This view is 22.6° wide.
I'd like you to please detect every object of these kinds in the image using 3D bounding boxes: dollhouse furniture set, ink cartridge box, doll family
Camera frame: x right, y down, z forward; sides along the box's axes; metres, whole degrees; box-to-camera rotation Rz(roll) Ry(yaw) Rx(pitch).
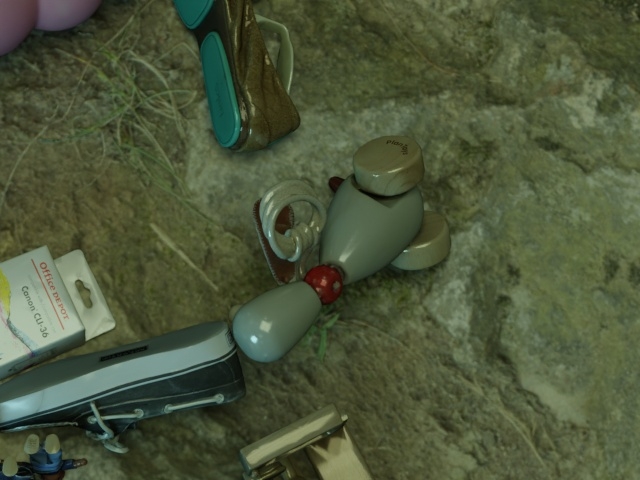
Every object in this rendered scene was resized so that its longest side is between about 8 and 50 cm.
[{"bbox_3d":[-0.003,0.267,1.774,0.144,0.151,0.123,-26,77,-13],"label":"dollhouse furniture set"},{"bbox_3d":[-0.345,0.084,1.832,0.198,0.067,0.115,-24,76,-15],"label":"ink cartridge box"},{"bbox_3d":[-0.357,0.248,1.756,0.193,0.111,0.076,10,59,4],"label":"doll family"}]

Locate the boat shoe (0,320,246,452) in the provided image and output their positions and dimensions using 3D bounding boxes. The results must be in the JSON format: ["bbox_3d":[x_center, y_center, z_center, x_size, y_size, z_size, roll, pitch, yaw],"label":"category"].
[{"bbox_3d":[-0.235,0.180,1.795,0.306,0.113,0.105,-17,103,-3],"label":"boat shoe"}]

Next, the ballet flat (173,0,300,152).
[{"bbox_3d":[-0.102,-0.271,1.971,0.124,0.116,0.342,-9,72,-32],"label":"ballet flat"}]

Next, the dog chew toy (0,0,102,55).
[{"bbox_3d":[-0.345,-0.333,1.911,0.332,0.206,0.206,-16,74,-22],"label":"dog chew toy"}]

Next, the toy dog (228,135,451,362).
[{"bbox_3d":[0.000,0.000,1.854,0.333,0.161,0.220,-19,115,-42],"label":"toy dog"}]
